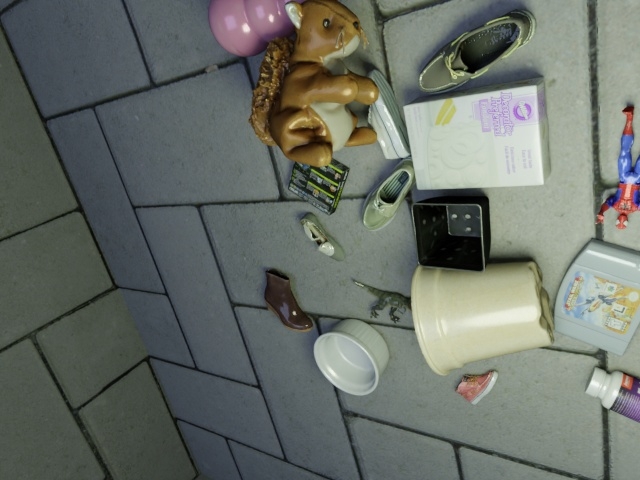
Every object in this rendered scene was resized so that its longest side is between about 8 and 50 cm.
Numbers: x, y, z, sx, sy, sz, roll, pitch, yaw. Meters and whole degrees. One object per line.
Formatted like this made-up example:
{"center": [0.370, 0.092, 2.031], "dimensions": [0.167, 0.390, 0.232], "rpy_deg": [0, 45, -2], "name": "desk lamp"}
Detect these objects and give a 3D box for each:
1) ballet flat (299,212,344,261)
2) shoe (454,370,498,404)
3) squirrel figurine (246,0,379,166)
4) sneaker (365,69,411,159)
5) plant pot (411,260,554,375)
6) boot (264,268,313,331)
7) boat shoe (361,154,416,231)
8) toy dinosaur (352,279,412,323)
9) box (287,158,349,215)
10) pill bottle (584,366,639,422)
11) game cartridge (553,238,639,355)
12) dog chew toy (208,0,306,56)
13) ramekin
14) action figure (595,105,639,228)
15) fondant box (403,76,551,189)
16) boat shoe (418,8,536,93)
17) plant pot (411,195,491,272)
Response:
{"center": [0.000, 0.000, 1.696], "dimensions": [0.213, 0.068, 0.072], "rpy_deg": [52, 134, 0], "name": "ballet flat"}
{"center": [0.513, 0.474, 1.581], "dimensions": [0.081, 0.063, 0.178], "rpy_deg": [31, 135, 13], "name": "shoe"}
{"center": [-0.045, -0.429, 1.252], "dimensions": [0.397, 0.281, 0.370], "rpy_deg": [20, 124, 37], "name": "squirrel figurine"}
{"center": [0.171, -0.344, 1.345], "dimensions": [0.091, 0.094, 0.258], "rpy_deg": [-13, 107, 37], "name": "sneaker"}
{"center": [0.458, 0.191, 1.317], "dimensions": [0.306, 0.334, 0.333], "rpy_deg": [-14, 106, 30], "name": "plant pot"}
{"center": [-0.132, 0.243, 1.924], "dimensions": [0.249, 0.090, 0.206], "rpy_deg": [25, 130, 29], "name": "boot"}
{"center": [0.198, -0.133, 1.448], "dimensions": [0.109, 0.094, 0.302], "rpy_deg": [41, 133, 11], "name": "boat shoe"}
{"center": [0.228, 0.224, 1.662], "dimensions": [0.268, 0.064, 0.118], "rpy_deg": [17, 118, 32], "name": "toy dinosaur"}
{"center": [-0.011, -0.205, 1.603], "dimensions": [0.191, 0.045, 0.184], "rpy_deg": [33, 129, 19], "name": "box"}
{"center": [0.825, 0.417, 1.278], "dimensions": [0.194, 0.108, 0.108], "rpy_deg": [22, 126, 26], "name": "pill bottle"}
{"center": [0.727, 0.149, 1.237], "dimensions": [0.198, 0.062, 0.297], "rpy_deg": [18, 125, 24], "name": "game cartridge"}
{"center": [-0.155, -0.651, 1.355], "dimensions": [0.332, 0.206, 0.206], "rpy_deg": [-4, 113, 30], "name": "dog chew toy"}
{"center": [0.124, 0.431, 1.807], "dimensions": [0.277, 0.135, 0.277], "rpy_deg": [19, 126, 28], "name": "ramekin"}
{"center": [0.681, -0.138, 1.052], "dimensions": [0.092, 0.139, 0.280], "rpy_deg": [12, 124, 34], "name": "action figure"}
{"center": [0.396, -0.261, 1.221], "dimensions": [0.331, 0.096, 0.238], "rpy_deg": [1, 116, 36], "name": "fondant box"}
{"center": [0.354, -0.444, 1.148], "dimensions": [0.305, 0.091, 0.109], "rpy_deg": [-21, 100, 43], "name": "boat shoe"}
{"center": [0.377, -0.037, 1.313], "dimensions": [0.188, 0.167, 0.187], "rpy_deg": [4, 114, 35], "name": "plant pot"}
